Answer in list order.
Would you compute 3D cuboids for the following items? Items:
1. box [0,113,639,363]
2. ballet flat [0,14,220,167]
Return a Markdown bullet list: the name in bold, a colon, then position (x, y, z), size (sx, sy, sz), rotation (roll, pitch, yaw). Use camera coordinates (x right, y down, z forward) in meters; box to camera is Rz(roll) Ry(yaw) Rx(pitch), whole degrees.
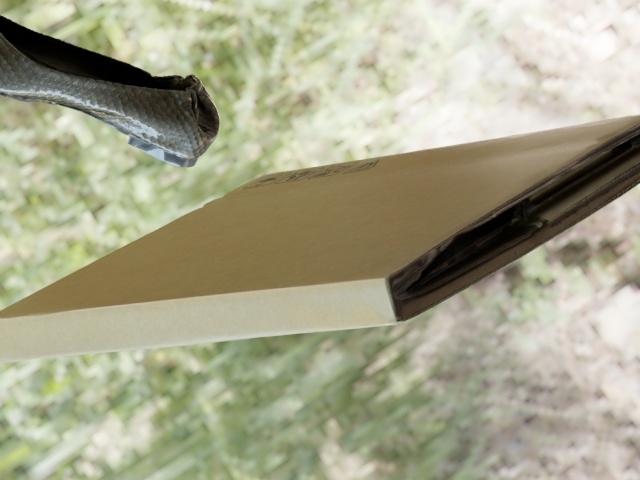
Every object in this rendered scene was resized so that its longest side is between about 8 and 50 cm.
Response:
- **box**: position (0.000, 0.000, 0.693), size (0.201, 0.164, 0.021), rotation (-7, 106, 43)
- **ballet flat**: position (-0.172, -0.119, 1.318), size (0.250, 0.058, 0.084), rotation (23, -155, -29)
